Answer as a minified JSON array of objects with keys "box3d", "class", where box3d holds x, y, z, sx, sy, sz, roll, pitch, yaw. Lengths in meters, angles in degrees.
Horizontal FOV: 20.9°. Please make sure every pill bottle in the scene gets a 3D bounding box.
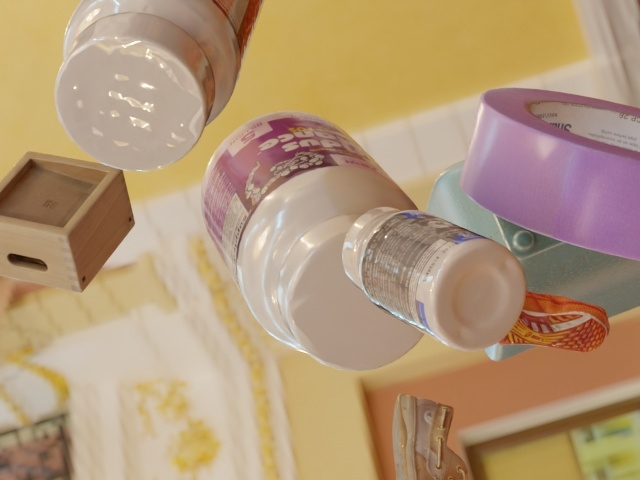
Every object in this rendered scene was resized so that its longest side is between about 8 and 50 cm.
[{"box3d":[0.000,0.000,1.512,0.301,0.169,0.169,-127,15,-66],"class":"pill bottle"},{"box3d":[0.075,0.022,1.201,0.137,0.078,0.078,27,142,59],"class":"pill bottle"},{"box3d":[-0.109,-0.144,1.201,0.221,0.121,0.121,-78,-29,-57],"class":"pill bottle"}]

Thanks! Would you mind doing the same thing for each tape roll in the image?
[{"box3d":[0.272,-0.063,1.607,0.275,0.275,0.090,-80,2,-73],"class":"tape roll"}]

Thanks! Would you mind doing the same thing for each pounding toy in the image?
[{"box3d":[-0.265,-0.017,1.688,0.130,0.141,0.100,-57,-31,-44],"class":"pounding toy"}]

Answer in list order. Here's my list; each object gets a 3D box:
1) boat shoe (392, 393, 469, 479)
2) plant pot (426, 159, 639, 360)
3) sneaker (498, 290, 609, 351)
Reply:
[{"box3d":[0.092,0.190,1.408,0.170,0.059,0.063,-91,5,-49],"class":"boat shoe"},{"box3d":[0.291,-0.024,2.255,0.252,0.247,0.248,77,172,-71],"class":"plant pot"},{"box3d":[0.232,0.085,1.918,0.067,0.175,0.064,-52,-24,-70],"class":"sneaker"}]
